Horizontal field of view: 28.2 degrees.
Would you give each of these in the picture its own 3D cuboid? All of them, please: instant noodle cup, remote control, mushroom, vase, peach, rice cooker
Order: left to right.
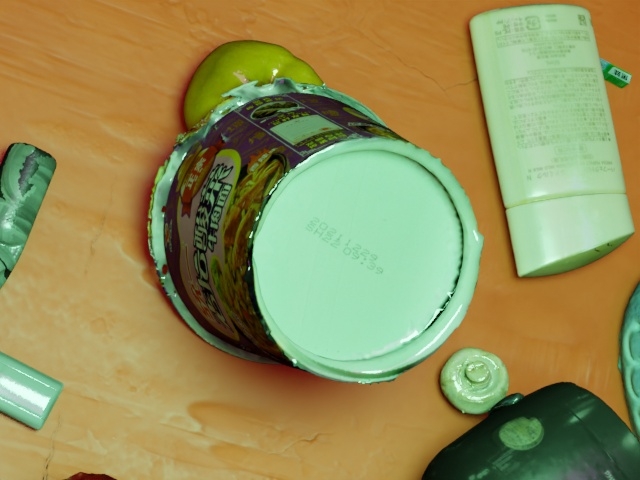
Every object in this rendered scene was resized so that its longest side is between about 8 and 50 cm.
[{"bbox_3d":[-0.364,0.145,1.391,0.162,0.029,0.061,28,69,-9],"label":"remote control"},{"bbox_3d":[-0.356,-0.004,1.413,0.060,0.060,0.211,22,71,-11],"label":"vase"},{"bbox_3d":[-0.075,-0.152,1.517,0.179,0.103,0.179,5,72,-16],"label":"peach"},{"bbox_3d":[0.000,0.000,1.363,0.339,0.266,0.340,-3,100,-17],"label":"instant noodle cup"},{"bbox_3d":[0.186,0.168,1.540,0.083,0.067,0.084,0,70,1],"label":"mushroom"},{"bbox_3d":[0.247,0.304,1.436,0.224,0.267,0.267,-36,90,-15],"label":"rice cooker"}]

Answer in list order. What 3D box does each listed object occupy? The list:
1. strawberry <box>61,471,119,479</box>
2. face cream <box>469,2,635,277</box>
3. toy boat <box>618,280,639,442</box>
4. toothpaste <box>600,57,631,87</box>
[{"bbox_3d":[-0.252,0.393,1.268,0.291,0.310,0.292,-5,50,6],"label":"strawberry"},{"bbox_3d":[0.301,-0.130,1.642,0.173,0.081,0.349,-7,79,-16],"label":"face cream"},{"bbox_3d":[0.496,0.177,1.610,0.215,0.123,0.330,-5,80,-17],"label":"toy boat"},{"bbox_3d":[0.380,-0.233,1.725,0.083,0.020,0.017,25,69,-10],"label":"toothpaste"}]
